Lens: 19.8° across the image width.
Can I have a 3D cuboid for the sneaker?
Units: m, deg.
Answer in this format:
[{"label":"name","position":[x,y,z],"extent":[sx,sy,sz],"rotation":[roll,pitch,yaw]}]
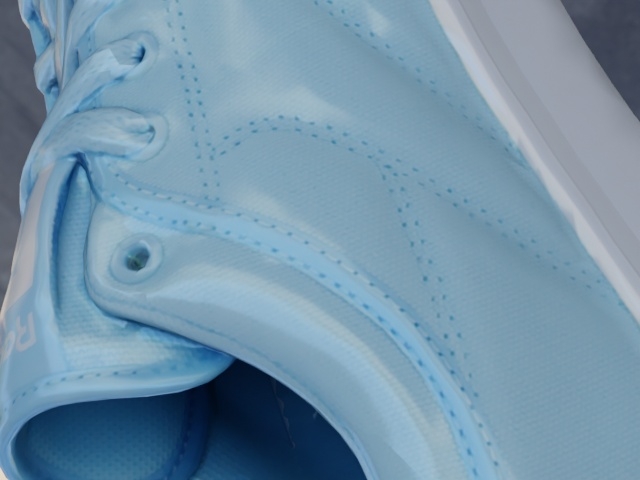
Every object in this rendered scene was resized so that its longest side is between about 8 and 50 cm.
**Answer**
[{"label":"sneaker","position":[-0.025,-0.018,0.434],"extent":[0.366,0.150,0.135],"rotation":[52,146,26]}]
